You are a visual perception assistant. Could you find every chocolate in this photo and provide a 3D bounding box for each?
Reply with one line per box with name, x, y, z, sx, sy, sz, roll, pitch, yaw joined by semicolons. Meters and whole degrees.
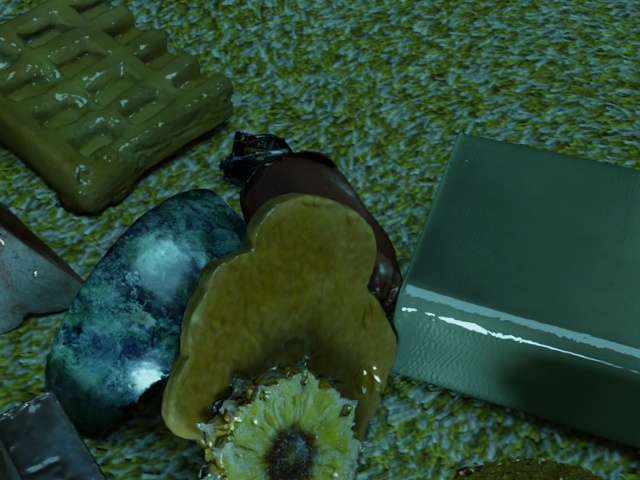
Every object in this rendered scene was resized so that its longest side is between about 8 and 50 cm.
chocolate;-0.240;0.301;1.364;0.112;0.112;0.321;-23;54;-23

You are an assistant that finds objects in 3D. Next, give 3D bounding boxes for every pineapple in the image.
pineapple;-0.042;0.231;1.412;0.221;0.221;0.047;-26;15;-28

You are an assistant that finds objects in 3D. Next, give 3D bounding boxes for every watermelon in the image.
watermelon;-0.171;0.105;1.529;0.148;0.226;0.318;34;85;22
watermelon;-0.397;0.032;1.644;0.202;0.136;0.207;46;15;-14

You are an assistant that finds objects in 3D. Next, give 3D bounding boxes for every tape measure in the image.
tape measure;-0.085;-0.107;1.807;0.094;0.054;0.091;13;48;13

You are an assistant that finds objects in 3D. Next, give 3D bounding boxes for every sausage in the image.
sausage;0.000;0.000;1.651;0.152;0.152;0.279;-16;49;-21

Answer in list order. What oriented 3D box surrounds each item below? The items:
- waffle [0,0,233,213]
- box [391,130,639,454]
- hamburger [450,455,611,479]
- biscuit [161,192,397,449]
waffle;-0.331;-0.210;1.856;0.348;0.077;0.304;37;54;24
box;0.291;0.049;1.632;0.344;0.177;0.352;16;48;9
hamburger;0.239;0.330;1.311;0.294;0.179;0.276;16;22;13
biscuit;-0.039;0.132;1.468;0.269;0.051;0.376;21;79;-30
